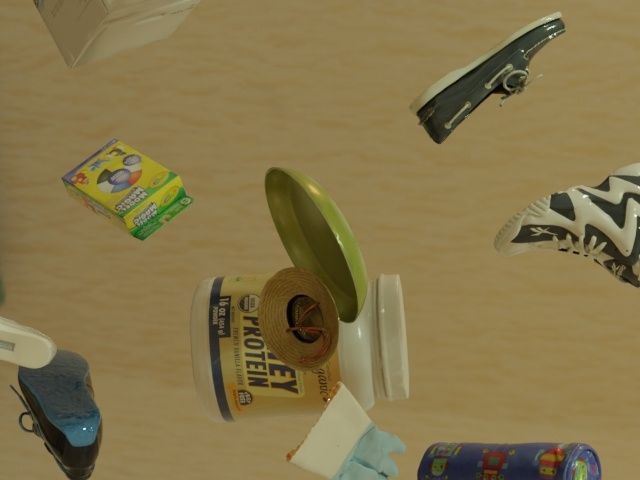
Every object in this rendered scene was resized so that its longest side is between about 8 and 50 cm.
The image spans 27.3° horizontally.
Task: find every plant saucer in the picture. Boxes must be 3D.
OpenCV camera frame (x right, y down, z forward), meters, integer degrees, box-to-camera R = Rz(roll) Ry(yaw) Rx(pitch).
[{"bbox_3d":[0.000,0.000,1.813,0.037,0.241,0.241,-28,136,-18],"label":"plant saucer"}]

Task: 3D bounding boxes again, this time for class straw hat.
[{"bbox_3d":[-0.013,0.105,1.782,0.061,0.144,0.145,-5,99,-52],"label":"straw hat"}]

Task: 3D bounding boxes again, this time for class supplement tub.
[{"bbox_3d":[-0.027,0.159,2.031,0.228,0.316,0.228,-5,90,-84],"label":"supplement tub"}]

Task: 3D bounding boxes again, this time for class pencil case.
[{"bbox_3d":[0.304,0.379,2.075,0.133,0.306,0.119,40,58,-38],"label":"pencil case"}]

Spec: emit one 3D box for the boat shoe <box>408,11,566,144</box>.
[{"bbox_3d":[0.246,-0.229,1.849,0.079,0.254,0.095,55,-9,5],"label":"boat shoe"}]

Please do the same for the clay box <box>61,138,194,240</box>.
[{"bbox_3d":[-0.332,-0.088,2.277,0.127,0.222,0.053,-40,136,-24],"label":"clay box"}]

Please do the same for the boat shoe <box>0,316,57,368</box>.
[{"bbox_3d":[-0.478,0.140,1.949,0.063,0.184,0.066,-31,133,-86],"label":"boat shoe"}]

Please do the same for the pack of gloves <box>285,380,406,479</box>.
[{"bbox_3d":[-0.011,0.239,1.224,0.195,0.046,0.232,-56,150,-9],"label":"pack of gloves"}]

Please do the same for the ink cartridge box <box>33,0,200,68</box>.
[{"bbox_3d":[-0.332,-0.440,2.002,0.198,0.197,0.270,-24,84,-34],"label":"ink cartridge box"}]

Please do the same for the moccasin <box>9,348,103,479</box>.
[{"bbox_3d":[-0.430,0.279,2.128,0.342,0.137,0.117,-127,-142,-66],"label":"moccasin"}]

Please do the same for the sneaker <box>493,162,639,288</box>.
[{"bbox_3d":[0.363,0.008,1.767,0.094,0.235,0.153,87,-19,-70],"label":"sneaker"}]
